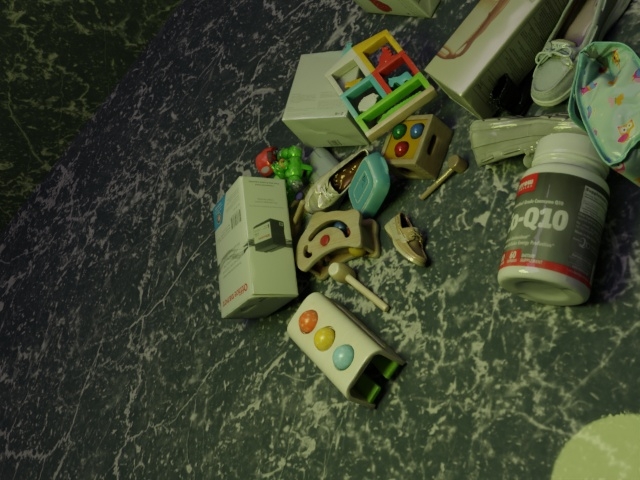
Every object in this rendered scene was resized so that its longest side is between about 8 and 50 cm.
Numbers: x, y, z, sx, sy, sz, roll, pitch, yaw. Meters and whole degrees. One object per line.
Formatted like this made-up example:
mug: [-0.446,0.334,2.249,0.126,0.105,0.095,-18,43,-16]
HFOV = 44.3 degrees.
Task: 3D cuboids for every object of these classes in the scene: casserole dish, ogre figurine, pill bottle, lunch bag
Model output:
casserole dish: [0.111,-0.127,1.865,0.188,0.037,0.114,118,140,-53]
ogre figurine: [-0.083,-0.174,2.071,0.118,0.096,0.197,-42,22,50]
pill bottle: [0.427,-0.039,1.416,0.161,0.161,0.283,-2,65,48]
lunch bag: [0.548,-0.205,1.334,0.160,0.223,0.262,-45,38,30]

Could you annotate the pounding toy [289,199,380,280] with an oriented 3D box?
pounding toy: [0.000,0.000,1.881,0.269,0.154,0.154,-3,67,45]

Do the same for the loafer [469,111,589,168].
loafer: [0.441,-0.196,1.568,0.319,0.112,0.112,5,106,49]

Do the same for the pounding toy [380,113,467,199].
pounding toy: [0.232,-0.192,1.796,0.206,0.094,0.181,6,71,51]

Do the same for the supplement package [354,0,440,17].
supplement package: [0.194,-0.729,2.126,0.293,0.177,0.175,28,89,53]

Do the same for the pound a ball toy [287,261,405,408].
pound a ball toy: [0.051,0.186,1.722,0.208,0.135,0.319,-56,38,5]

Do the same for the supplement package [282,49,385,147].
supplement package: [0.037,-0.368,2.055,0.194,0.149,0.203,3,67,31]

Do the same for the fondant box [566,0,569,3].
fondant box: [0.555,-0.691,1.636,0.330,0.238,0.096,-47,39,17]

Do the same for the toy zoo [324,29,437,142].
toy zoo: [0.131,-0.391,1.903,0.192,0.030,0.293,-34,55,8]

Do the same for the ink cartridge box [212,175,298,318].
ink cartridge box: [-0.169,0.024,1.978,0.223,0.129,0.308,-38,55,56]

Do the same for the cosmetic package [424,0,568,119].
cosmetic package: [0.384,-0.423,1.689,0.296,0.153,0.129,-50,54,7]

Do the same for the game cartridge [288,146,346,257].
game cartridge: [-0.040,-0.093,2.081,0.294,0.060,0.196,-52,42,10]

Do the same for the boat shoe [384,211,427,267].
boat shoe: [0.195,-0.007,1.742,0.059,0.063,0.170,-53,36,18]

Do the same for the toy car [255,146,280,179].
toy car: [-0.144,-0.167,2.245,0.225,0.053,0.239,10,74,51]

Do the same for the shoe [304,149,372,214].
shoe: [0.043,-0.150,1.955,0.219,0.076,0.058,-42,-6,-1]

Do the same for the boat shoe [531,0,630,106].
boat shoe: [0.521,-0.426,1.612,0.320,0.103,0.118,-57,37,3]

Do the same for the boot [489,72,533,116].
boot: [0.413,-0.320,1.669,0.045,0.099,0.121,25,86,51]
